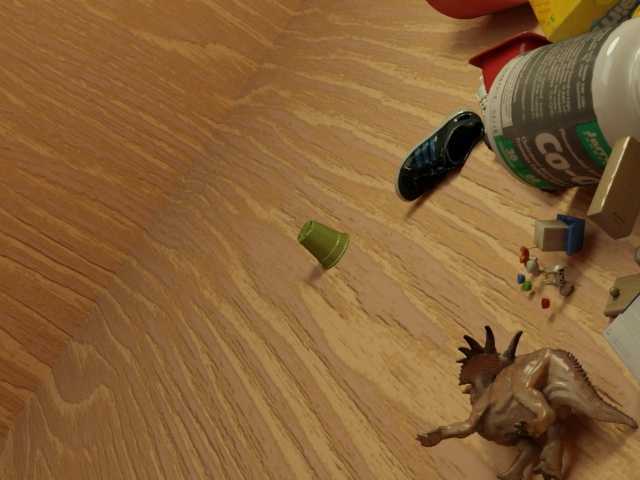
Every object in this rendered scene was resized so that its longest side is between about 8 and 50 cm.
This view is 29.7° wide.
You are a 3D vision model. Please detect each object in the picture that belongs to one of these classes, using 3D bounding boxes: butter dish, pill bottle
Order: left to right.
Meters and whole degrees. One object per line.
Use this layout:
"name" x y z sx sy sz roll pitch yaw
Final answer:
"butter dish" 0.333 -0.245 1.909 0.160 0.160 0.118 -18 61 58
"pill bottle" 0.391 -0.179 1.568 0.204 0.204 0.361 -62 20 -15

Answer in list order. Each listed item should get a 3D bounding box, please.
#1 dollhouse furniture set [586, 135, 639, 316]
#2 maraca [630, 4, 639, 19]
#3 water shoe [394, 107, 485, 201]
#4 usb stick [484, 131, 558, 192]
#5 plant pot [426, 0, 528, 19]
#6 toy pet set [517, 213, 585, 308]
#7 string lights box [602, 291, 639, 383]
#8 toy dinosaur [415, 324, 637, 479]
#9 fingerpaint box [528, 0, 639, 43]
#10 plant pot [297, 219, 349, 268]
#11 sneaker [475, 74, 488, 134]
"dollhouse furniture set" 0.362 -0.014 1.462 0.123 0.151 0.144 -20 38 58
"maraca" 0.510 -0.304 1.654 0.185 0.099 0.127 -14 48 24
"water shoe" 0.205 -0.145 2.119 0.203 0.073 0.080 -52 23 13
"usb stick" 0.325 -0.143 1.887 0.077 0.045 0.278 -52 21 9
"plant pot" 0.308 -0.544 2.263 0.275 0.275 0.243 -62 11 -16
"toy pet set" 0.323 0.024 1.655 0.122 0.065 0.114 -117 28 -70
"string lights box" 0.435 0.053 1.302 0.260 0.076 0.133 -51 22 14
"toy dinosaur" 0.249 0.182 1.473 0.295 0.127 0.200 -22 32 47
"fingerpaint box" 0.474 -0.545 1.797 0.445 0.163 0.371 -48 40 34
"plant pot" 0.000 0.000 2.346 0.083 0.079 0.083 -45 23 25
"sneaker" 0.291 -0.232 2.075 0.053 0.061 0.152 -38 29 36
